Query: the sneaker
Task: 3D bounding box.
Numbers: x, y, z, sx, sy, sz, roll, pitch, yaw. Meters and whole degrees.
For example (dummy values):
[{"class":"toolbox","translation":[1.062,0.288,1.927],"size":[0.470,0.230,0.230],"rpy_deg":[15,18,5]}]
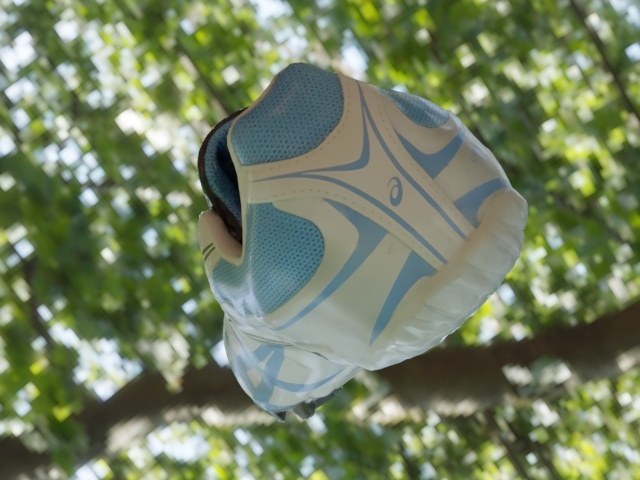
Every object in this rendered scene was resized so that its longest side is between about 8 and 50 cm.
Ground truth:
[{"class":"sneaker","translation":[0.000,0.000,0.565],"size":[0.085,0.086,0.237],"rpy_deg":[-41,178,-13]}]
